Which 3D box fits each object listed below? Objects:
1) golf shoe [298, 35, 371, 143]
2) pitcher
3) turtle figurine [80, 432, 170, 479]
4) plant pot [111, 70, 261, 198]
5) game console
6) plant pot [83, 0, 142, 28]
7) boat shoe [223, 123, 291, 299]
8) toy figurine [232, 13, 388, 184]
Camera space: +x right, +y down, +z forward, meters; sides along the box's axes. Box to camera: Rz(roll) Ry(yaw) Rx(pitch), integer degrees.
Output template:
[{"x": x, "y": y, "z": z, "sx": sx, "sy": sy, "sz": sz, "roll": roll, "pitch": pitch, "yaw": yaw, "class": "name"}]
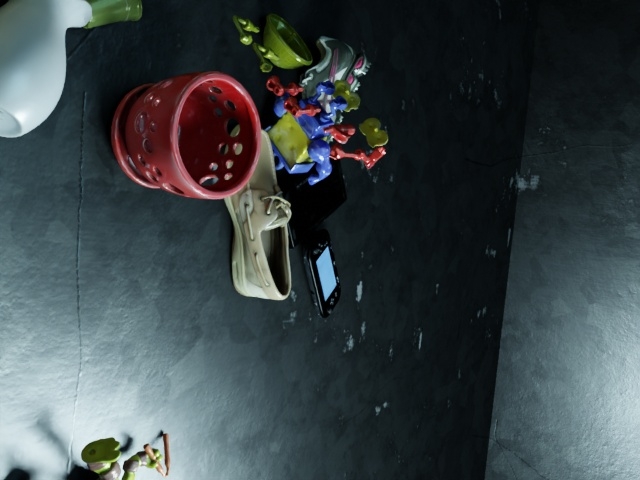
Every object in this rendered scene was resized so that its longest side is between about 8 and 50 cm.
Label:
[{"x": -0.005, "y": -0.292, "z": 1.426, "sx": 0.120, "sy": 0.105, "sz": 0.272, "roll": 28, "pitch": 80, "yaw": -21, "class": "golf shoe"}, {"x": -0.399, "y": -0.250, "z": 0.849, "sx": 0.178, "sy": 0.126, "sz": 0.207, "roll": 32, "pitch": 59, "yaw": -38, "class": "pitcher"}, {"x": -0.325, "y": 0.396, "z": 1.080, "sx": 0.217, "sy": 0.087, "sz": 0.269, "roll": 86, "pitch": 19, "yaw": -50, "class": "turtle figurine"}, {"x": -0.216, "y": -0.164, "z": 1.061, "sx": 0.191, "sy": 0.174, "sz": 0.191, "roll": -16, "pitch": 110, "yaw": -53, "class": "plant pot"}, {"x": 0.000, "y": 0.000, "z": 1.498, "sx": 0.213, "sy": 0.044, "sz": 0.361, "roll": -44, "pitch": 134, "yaw": -40, "class": "game console"}, {"x": -0.315, "y": -0.343, "z": 0.981, "sx": 0.079, "sy": 0.083, "sz": 0.083, "roll": -38, "pitch": 127, "yaw": -31, "class": "plant pot"}, {"x": -0.105, "y": -0.055, "z": 1.295, "sx": 0.122, "sy": 0.110, "sz": 0.340, "roll": -24, "pitch": 115, "yaw": -51, "class": "boat shoe"}, {"x": -0.069, "y": -0.227, "z": 1.296, "sx": 0.191, "sy": 0.217, "sz": 0.362, "roll": -22, "pitch": 71, "yaw": -48, "class": "toy figurine"}]
